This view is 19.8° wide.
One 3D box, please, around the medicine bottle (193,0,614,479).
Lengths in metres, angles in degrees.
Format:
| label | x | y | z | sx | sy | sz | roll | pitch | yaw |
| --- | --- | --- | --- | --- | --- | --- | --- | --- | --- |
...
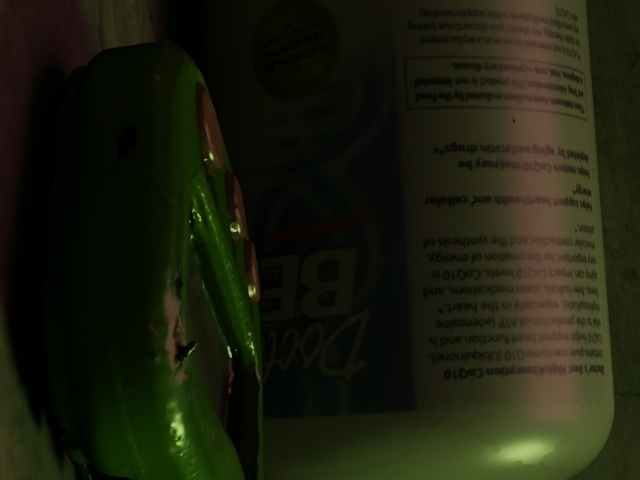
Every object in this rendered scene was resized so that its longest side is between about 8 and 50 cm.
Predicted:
| label | x | y | z | sx | sy | sz | roll | pitch | yaw |
| --- | --- | --- | --- | --- | --- | --- | --- | --- | --- |
| medicine bottle | 0.033 | 0.006 | 0.721 | 0.157 | 0.157 | 0.288 | 41 | 45 | -81 |

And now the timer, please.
| label | x | y | z | sx | sy | sz | roll | pitch | yaw |
| --- | --- | --- | --- | --- | --- | --- | --- | --- | --- |
| timer | -0.045 | 0.021 | 0.521 | 0.140 | 0.047 | 0.128 | 77 | 10 | -54 |
